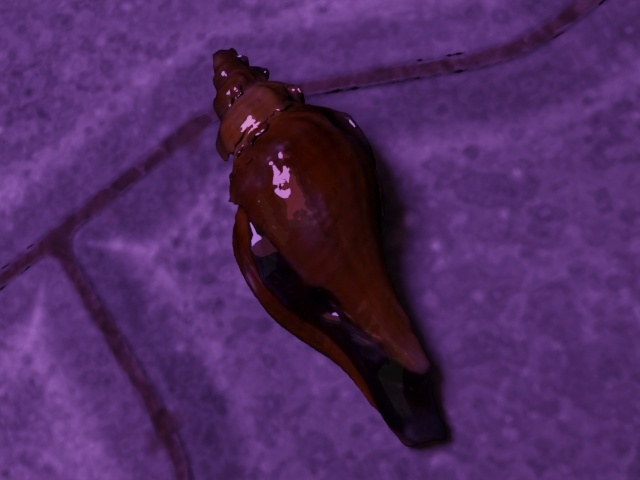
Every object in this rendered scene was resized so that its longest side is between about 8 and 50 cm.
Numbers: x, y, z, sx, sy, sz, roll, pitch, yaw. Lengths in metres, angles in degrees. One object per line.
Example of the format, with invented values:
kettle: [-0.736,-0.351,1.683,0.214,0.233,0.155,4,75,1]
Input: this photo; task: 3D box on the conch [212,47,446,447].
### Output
conch: [-0.005,-0.001,0.518,0.086,0.080,0.232,-17,75,21]
